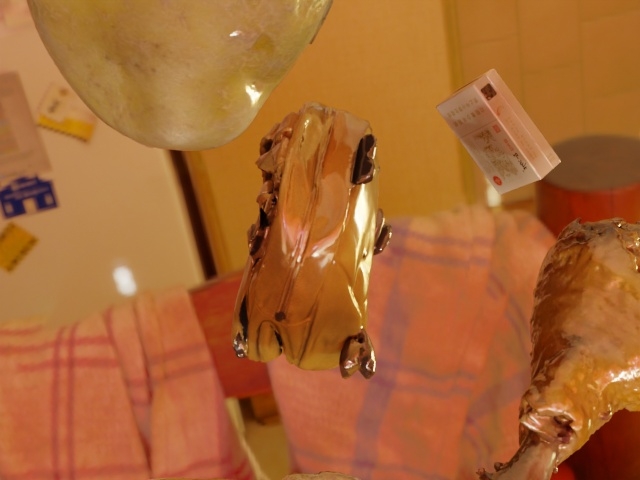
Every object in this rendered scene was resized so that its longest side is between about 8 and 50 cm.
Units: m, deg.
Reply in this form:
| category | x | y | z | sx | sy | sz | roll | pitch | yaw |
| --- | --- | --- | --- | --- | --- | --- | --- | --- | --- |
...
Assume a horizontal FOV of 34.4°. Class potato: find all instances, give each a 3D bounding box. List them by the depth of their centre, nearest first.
| category | x | y | z | sx | sy | sz | roll | pitch | yaw |
| --- | --- | --- | --- | --- | --- | --- | --- | --- | --- |
| potato | -0.082 | -0.162 | 0.605 | 0.178 | 0.235 | 0.160 | 29 | 37 | 30 |

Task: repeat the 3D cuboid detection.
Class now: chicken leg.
| category | x | y | z | sx | sy | sz | roll | pitch | yaw |
| --- | --- | --- | --- | --- | --- | --- | --- | --- | --- |
| chicken leg | 0.330 | 0.147 | 1.131 | 0.295 | 0.182 | 0.409 | 21 | 53 | 28 |

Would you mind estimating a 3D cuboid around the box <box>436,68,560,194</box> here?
| category | x | y | z | sx | sy | sz | roll | pitch | yaw |
| --- | --- | --- | --- | --- | --- | --- | --- | --- | --- |
| box | 0.305 | -0.186 | 1.792 | 0.058 | 0.201 | 0.141 | -39 | 5 | -23 |

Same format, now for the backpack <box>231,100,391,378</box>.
| category | x | y | z | sx | sy | sz | roll | pitch | yaw |
| --- | --- | --- | --- | --- | --- | --- | --- | --- | --- |
| backpack | -0.006 | 0.001 | 1.431 | 0.201 | 0.378 | 0.354 | 7 | 56 | -1 |

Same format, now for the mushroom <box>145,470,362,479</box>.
| category | x | y | z | sx | sy | sz | roll | pitch | yaw |
| --- | --- | --- | --- | --- | --- | --- | --- | --- | --- |
| mushroom | -0.062 | 0.296 | 0.837 | 0.314 | 0.336 | 0.314 | 27 | 34 | -20 |
